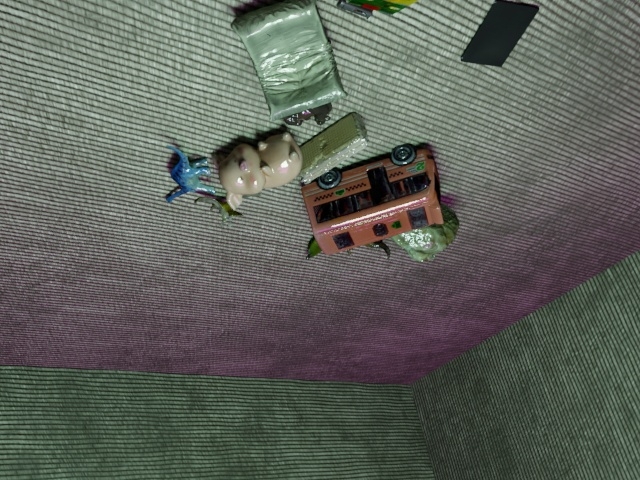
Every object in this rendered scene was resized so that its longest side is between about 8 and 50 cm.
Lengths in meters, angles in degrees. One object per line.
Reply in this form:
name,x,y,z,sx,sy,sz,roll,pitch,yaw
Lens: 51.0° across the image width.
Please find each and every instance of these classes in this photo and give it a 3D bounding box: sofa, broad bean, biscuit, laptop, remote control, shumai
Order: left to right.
sofa,-0.070,-0.426,1.556,0.210,0.176,0.225,-16,150,6
broad bean,0.000,0.000,2.415,0.070,0.048,0.213,-3,148,-39
biscuit,0.028,-0.264,1.928,0.239,0.108,0.062,-30,143,27
remote control,0.082,-0.544,1.575,0.091,0.016,0.034,9,148,-31
shumai,0.332,-0.003,2.264,0.261,0.225,0.221,-22,133,-45
laptop,0.460,-0.533,1.738,0.135,0.016,0.197,2,145,-21

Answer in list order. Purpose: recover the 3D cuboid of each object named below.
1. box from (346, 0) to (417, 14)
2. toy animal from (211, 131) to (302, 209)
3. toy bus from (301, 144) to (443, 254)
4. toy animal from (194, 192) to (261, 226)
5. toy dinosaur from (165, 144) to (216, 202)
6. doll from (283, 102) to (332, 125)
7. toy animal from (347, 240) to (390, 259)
box,0.169,-0.554,1.460,0.132,0.034,0.235,4,177,-27
toy animal,-0.172,-0.213,1.901,0.250,0.166,0.154,-18,158,2
toy bus,0.171,-0.119,2.101,0.427,0.233,0.203,-17,149,8
toy animal,-0.307,-0.090,2.094,0.219,0.095,0.155,-6,164,-37
toy dinosaur,-0.373,-0.191,1.939,0.145,0.076,0.329,-4,159,-15
doll,-0.040,-0.350,1.817,0.139,0.057,0.165,-27,152,17
toy animal,0.164,0.003,2.346,0.160,0.197,0.272,-21,155,3
